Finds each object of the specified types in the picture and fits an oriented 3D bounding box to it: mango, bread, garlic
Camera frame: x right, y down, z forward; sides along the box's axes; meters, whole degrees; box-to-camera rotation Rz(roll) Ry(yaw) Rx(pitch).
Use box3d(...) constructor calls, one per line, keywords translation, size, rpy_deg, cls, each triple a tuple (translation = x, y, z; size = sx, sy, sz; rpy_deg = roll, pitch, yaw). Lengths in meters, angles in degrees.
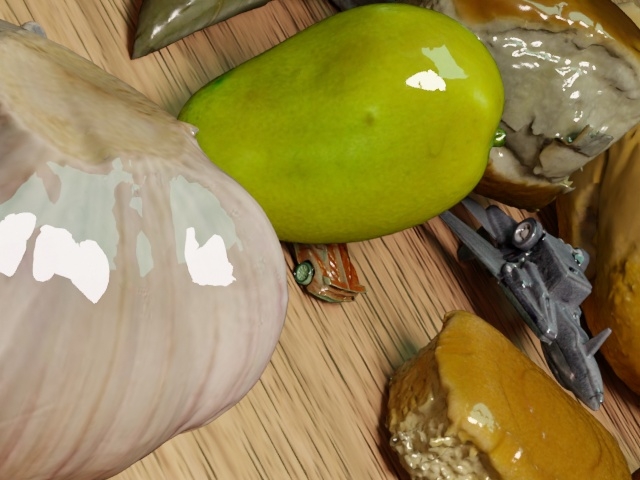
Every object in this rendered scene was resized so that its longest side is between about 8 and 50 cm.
box3d(translation=(0.021, -0.087, 1.467), size=(0.149, 0.273, 0.185), rpy_deg=(-118, -177, -64), cls="mango")
box3d(translation=(0.164, 0.178, 1.499), size=(0.245, 0.121, 0.174), rpy_deg=(40, 34, -19), cls="bread")
box3d(translation=(0.175, -0.154, 1.647), size=(0.250, 0.225, 0.279), rpy_deg=(31, 6, -10), cls="bread")
box3d(translation=(0.373, -0.005, 1.853), size=(0.361, 0.250, 0.394), rpy_deg=(36, 38, -38), cls="bread")
box3d(translation=(-0.186, 0.018, 1.035), size=(0.317, 0.259, 0.317), rpy_deg=(27, 32, -19), cls="garlic")

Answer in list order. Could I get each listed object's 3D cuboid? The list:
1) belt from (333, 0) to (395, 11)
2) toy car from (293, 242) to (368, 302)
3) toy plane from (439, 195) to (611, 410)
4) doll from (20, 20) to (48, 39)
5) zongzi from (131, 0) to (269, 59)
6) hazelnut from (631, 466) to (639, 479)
box3d(translation=(0.093, -0.294, 1.876), size=(0.201, 0.124, 0.128), rpy_deg=(-12, 67, -58), cls="belt")
box3d(translation=(0.000, 0.000, 1.535), size=(0.059, 0.035, 0.122), rpy_deg=(15, 50, -42), cls="toy car")
box3d(translation=(0.214, 0.054, 1.640), size=(0.212, 0.088, 0.267), rpy_deg=(28, 18, -33), cls="toy plane")
box3d(translation=(-0.216, -0.068, 1.249), size=(0.149, 0.095, 0.192), rpy_deg=(43, 33, -7), cls="doll")
box3d(translation=(-0.090, -0.376, 1.610), size=(0.393, 0.174, 0.356), rpy_deg=(-27, 91, -37), cls="zongzi")
box3d(translation=(0.371, 0.266, 1.613), size=(0.208, 0.208, 0.208), rpy_deg=(35, 35, -29), cls="hazelnut")
